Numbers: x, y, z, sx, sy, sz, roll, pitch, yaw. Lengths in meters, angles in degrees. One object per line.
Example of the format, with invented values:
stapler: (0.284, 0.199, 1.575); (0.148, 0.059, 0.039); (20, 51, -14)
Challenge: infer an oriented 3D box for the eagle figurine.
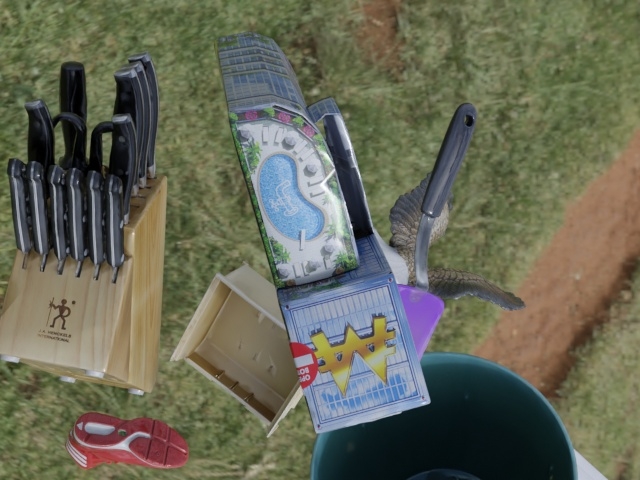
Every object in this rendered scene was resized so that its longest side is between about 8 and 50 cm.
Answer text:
eagle figurine: (0.152, 0.036, 1.481); (0.298, 0.225, 0.226); (-22, 118, -21)

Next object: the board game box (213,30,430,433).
board game box: (0.000, 0.000, 0.520); (0.060, 0.194, 0.194); (-16, 117, -2)

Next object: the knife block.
knife block: (-0.173, -0.010, 0.788); (0.088, 0.275, 0.242); (11, 77, 3)

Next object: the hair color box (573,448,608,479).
hair color box: (0.329, 0.400, 1.634); (0.339, 0.110, 0.185); (43, 57, -11)

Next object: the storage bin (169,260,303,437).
storage bin: (-0.138, 0.225, 2.015); (0.262, 0.260, 0.123); (36, 26, 10)

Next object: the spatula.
spatula: (0.112, -0.005, 1.030); (0.084, 0.030, 0.296); (19, 84, -32)

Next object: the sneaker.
sneaker: (-0.363, 0.381, 1.815); (0.221, 0.128, 0.087); (24, 52, -21)

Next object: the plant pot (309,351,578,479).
plant pot: (0.148, 0.315, 1.171); (0.293, 0.293, 0.235); (-56, 155, -25)
